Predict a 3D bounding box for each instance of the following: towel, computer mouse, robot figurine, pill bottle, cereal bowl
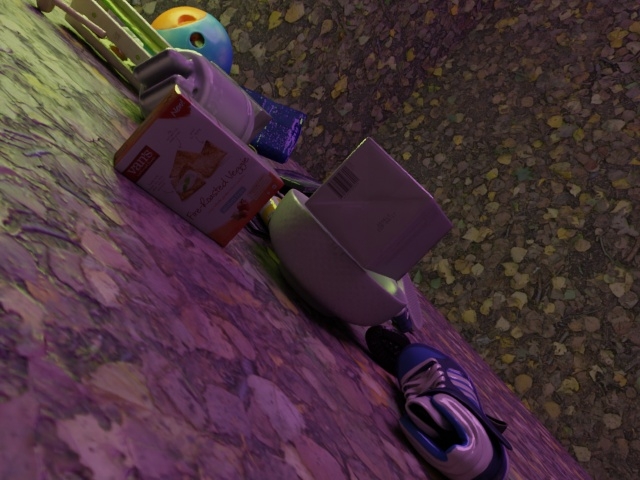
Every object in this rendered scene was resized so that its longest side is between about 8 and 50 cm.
[{"bbox_3d":[-0.220,-0.389,1.932,0.308,0.228,0.076,24,-33,-3],"label":"towel"},{"bbox_3d":[-0.103,-0.170,1.972,0.261,0.060,0.184,19,11,1],"label":"computer mouse"},{"bbox_3d":[-0.288,-0.316,1.387,0.353,0.199,0.300,27,46,-66],"label":"robot figurine"},{"bbox_3d":[-0.108,-0.063,1.353,0.065,0.065,0.116,38,12,-41],"label":"pill bottle"},{"bbox_3d":[0.016,0.056,1.209,0.339,0.141,0.339,43,7,-6],"label":"cereal bowl"}]

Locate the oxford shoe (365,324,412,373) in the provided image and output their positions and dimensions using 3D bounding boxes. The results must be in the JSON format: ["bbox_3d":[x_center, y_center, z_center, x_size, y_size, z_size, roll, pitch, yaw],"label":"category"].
[{"bbox_3d":[0.160,0.244,1.267,0.227,0.083,0.096,40,-10,-35],"label":"oxford shoe"}]

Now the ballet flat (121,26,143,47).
[{"bbox_3d":[-0.631,-0.679,2.049,0.068,0.072,0.213,52,9,24],"label":"ballet flat"}]

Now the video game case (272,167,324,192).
[{"bbox_3d":[-0.078,-0.201,1.944,0.196,0.026,0.274,23,12,21],"label":"video game case"}]

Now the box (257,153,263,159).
[{"bbox_3d":[-0.228,-0.325,2.036,0.042,0.178,0.109,8,1,11],"label":"box"}]

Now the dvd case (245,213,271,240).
[{"bbox_3d":[-0.161,-0.060,1.371,0.164,0.018,0.221,49,8,20],"label":"dvd case"}]

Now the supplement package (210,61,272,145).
[{"bbox_3d":[-0.288,-0.365,1.682,0.203,0.194,0.149,44,7,4],"label":"supplement package"}]

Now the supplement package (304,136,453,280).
[{"bbox_3d":[0.128,-0.048,1.160,0.175,0.177,0.293,47,8,20],"label":"supplement package"}]

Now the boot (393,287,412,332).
[{"bbox_3d":[0.245,0.219,1.827,0.086,0.069,0.190,64,12,-14],"label":"boot"}]

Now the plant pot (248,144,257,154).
[{"bbox_3d":[-0.240,-0.261,1.862,0.083,0.083,0.079,45,-4,4],"label":"plant pot"}]

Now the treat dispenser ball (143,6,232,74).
[{"bbox_3d":[-0.433,-0.613,1.905,0.288,0.288,0.288,43,7,-7],"label":"treat dispenser ball"}]

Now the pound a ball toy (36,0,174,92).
[{"bbox_3d":[-0.545,-0.509,1.475,0.319,0.135,0.208,43,33,-7],"label":"pound a ball toy"}]

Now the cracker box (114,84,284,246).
[{"bbox_3d":[-0.196,-0.117,0.955,0.232,0.156,0.067,39,10,-31],"label":"cracker box"}]

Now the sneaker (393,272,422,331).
[{"bbox_3d":[0.247,0.169,1.982,0.126,0.127,0.321,21,48,-57],"label":"sneaker"}]

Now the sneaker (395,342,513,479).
[{"bbox_3d":[0.197,0.274,1.015,0.236,0.130,0.323,43,12,-46],"label":"sneaker"}]

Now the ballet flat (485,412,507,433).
[{"bbox_3d":[0.438,0.467,1.580,0.173,0.049,0.057,43,7,-13],"label":"ballet flat"}]

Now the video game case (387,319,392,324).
[{"bbox_3d":[0.179,0.207,1.764,0.087,0.011,0.122,44,7,-6],"label":"video game case"}]
